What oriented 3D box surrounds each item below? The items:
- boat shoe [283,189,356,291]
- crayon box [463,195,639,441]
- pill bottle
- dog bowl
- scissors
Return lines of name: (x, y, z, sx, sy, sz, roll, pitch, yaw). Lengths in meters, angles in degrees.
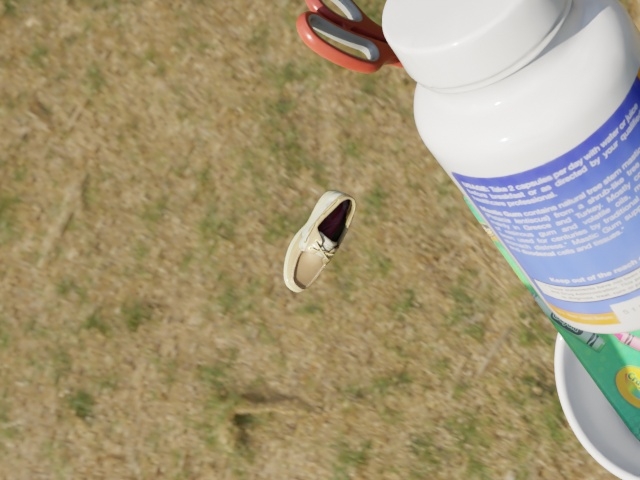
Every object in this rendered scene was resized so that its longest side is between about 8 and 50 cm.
boat shoe: (0.000, 0.000, 1.541, 0.045, 0.050, 0.135, 8, 71, 61)
crayon box: (0.247, 0.058, 1.065, 0.081, 0.165, 0.278, -41, 52, 13)
pill bottle: (0.156, -0.072, 0.842, 0.152, 0.272, 0.152, -24, 40, 22)
dog bowl: (0.401, 0.142, 1.439, 0.265, 0.104, 0.265, 2, 93, 43)
scissors: (0.096, -0.186, 1.352, 0.021, 0.297, 0.109, -43, 38, 36)
